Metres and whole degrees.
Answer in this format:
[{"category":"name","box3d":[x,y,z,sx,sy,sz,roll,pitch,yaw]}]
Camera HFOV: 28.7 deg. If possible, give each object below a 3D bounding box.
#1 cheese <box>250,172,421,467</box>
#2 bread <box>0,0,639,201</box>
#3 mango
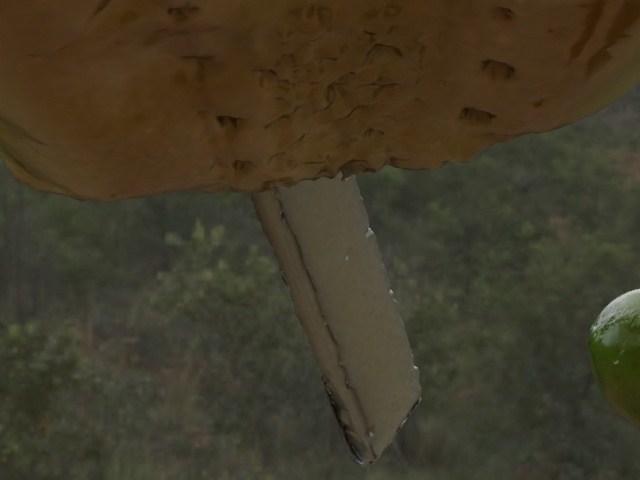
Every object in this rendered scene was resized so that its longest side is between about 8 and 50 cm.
[{"category":"cheese","box3d":[0.003,0.000,0.863,0.034,0.400,0.085,20,51,40]},{"category":"bread","box3d":[-0.003,-0.195,0.476,0.361,0.250,0.394,-8,-17,-2]},{"category":"mango","box3d":[0.195,0.062,0.594,0.091,0.074,0.165,13,-7,-29]}]
